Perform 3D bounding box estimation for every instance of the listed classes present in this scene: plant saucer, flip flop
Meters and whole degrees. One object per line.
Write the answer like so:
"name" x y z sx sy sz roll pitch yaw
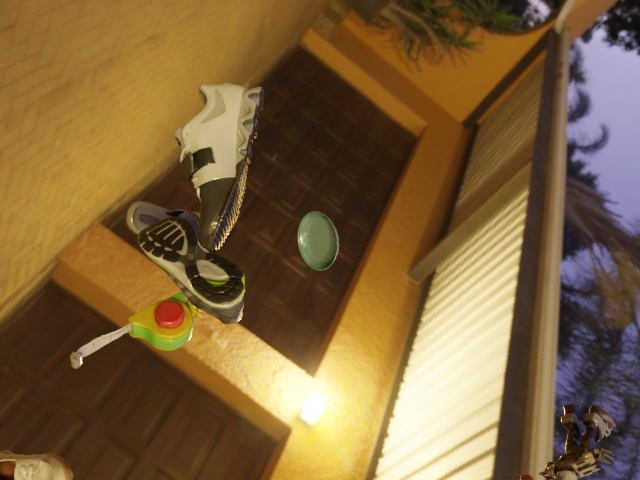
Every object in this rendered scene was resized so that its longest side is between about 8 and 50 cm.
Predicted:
"plant saucer" 0.000 0.000 1.276 0.021 0.119 0.119 -9 153 -42
"flip flop" -0.363 -0.040 1.609 0.080 0.277 0.112 -11 -109 38

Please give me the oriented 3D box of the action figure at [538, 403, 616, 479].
"action figure" 0.646 0.525 1.573 0.185 0.099 0.285 -28 -170 42

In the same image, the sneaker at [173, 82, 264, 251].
"sneaker" -0.204 -0.140 1.157 0.122 0.146 0.331 106 -6 -68

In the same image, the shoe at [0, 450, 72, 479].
"shoe" -0.480 0.382 1.014 0.218 0.077 0.058 -7 173 34

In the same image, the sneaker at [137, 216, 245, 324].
"sneaker" -0.254 0.062 1.231 0.111 0.300 0.121 -31 142 -27

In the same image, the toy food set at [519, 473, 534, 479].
"toy food set" 0.636 0.769 1.759 0.111 0.105 0.232 -40 -156 -11

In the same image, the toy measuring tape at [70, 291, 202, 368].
"toy measuring tape" -0.404 0.228 1.470 0.330 0.121 0.121 -30 173 -34
